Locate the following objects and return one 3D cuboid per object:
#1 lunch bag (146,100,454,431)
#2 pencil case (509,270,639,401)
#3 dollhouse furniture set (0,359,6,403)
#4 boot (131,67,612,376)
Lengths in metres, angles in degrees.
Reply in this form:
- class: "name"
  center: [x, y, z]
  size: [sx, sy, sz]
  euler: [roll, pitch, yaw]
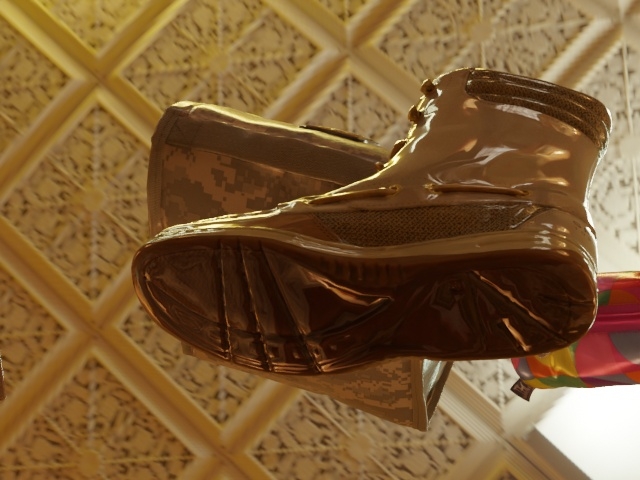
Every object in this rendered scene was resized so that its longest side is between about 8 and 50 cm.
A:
- class: "lunch bag"
  center: [0.000, 0.000, 1.233]
  size: [0.235, 0.287, 0.169]
  euler: [17, -119, 14]
- class: "pencil case"
  center: [0.249, 0.067, 1.192]
  size: [0.236, 0.104, 0.104]
  euler: [-8, -109, 40]
- class: "dollhouse furniture set"
  center: [-0.289, 0.071, 1.036]
  size: [0.151, 0.123, 0.144]
  euler: [-7, -101, -19]
- class: "boot"
  center: [0.030, -0.016, 0.738]
  size: [0.213, 0.077, 0.165]
  euler: [-1, -144, 16]
